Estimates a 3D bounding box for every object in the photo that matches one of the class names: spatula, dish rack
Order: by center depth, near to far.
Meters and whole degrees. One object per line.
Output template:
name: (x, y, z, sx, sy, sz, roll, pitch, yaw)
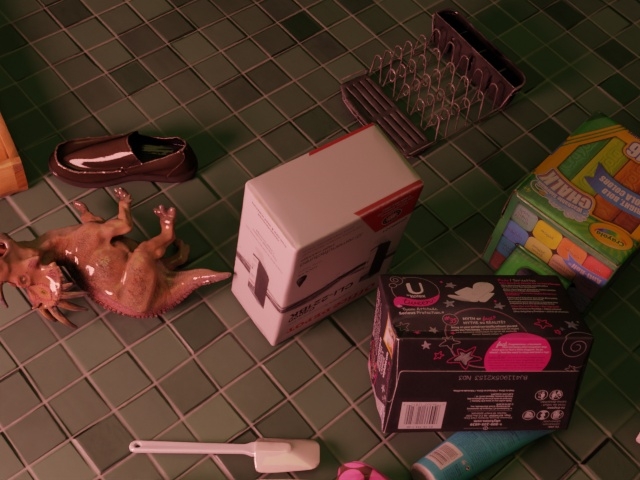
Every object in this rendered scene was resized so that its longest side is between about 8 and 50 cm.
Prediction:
spatula: (-0.122, 0.299, 1.087, 0.242, 0.019, 0.168, 1, 38, 0)
dish rack: (0.179, -0.259, 1.492, 0.272, 0.074, 0.208, -29, 64, -24)

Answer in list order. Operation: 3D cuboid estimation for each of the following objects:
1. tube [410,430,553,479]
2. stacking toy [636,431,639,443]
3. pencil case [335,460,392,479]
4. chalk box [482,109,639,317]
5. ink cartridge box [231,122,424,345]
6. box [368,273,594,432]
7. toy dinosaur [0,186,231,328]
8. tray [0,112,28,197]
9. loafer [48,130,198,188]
tube: (0.211, 0.263, 1.168, 0.207, 0.052, 0.080, -25, 65, -28)
stacking toy: (0.557, 0.259, 1.215, 0.221, 0.052, 0.167, 34, 59, 13)
pencil case: (0.039, 0.368, 1.047, 0.098, 0.095, 0.209, 19, 54, 3)
chalk box: (0.366, -0.014, 1.292, 0.180, 0.179, 0.289, 38, 60, 17)
ink cartridge box: (0.000, 0.000, 1.178, 0.197, 0.272, 0.114, -28, 68, -23)
box: (0.196, 0.144, 1.157, 0.248, 0.163, 0.142, 1, 33, -7)
toy dinosaur: (-0.282, 0.046, 1.203, 0.296, 0.127, 0.200, 23, 63, -7)
tray: (-0.610, -0.217, 1.354, 0.203, 0.076, 0.410, -21, 61, -20)
loafer: (-0.295, -0.133, 1.338, 0.220, 0.078, 0.080, -4, 57, -11)
